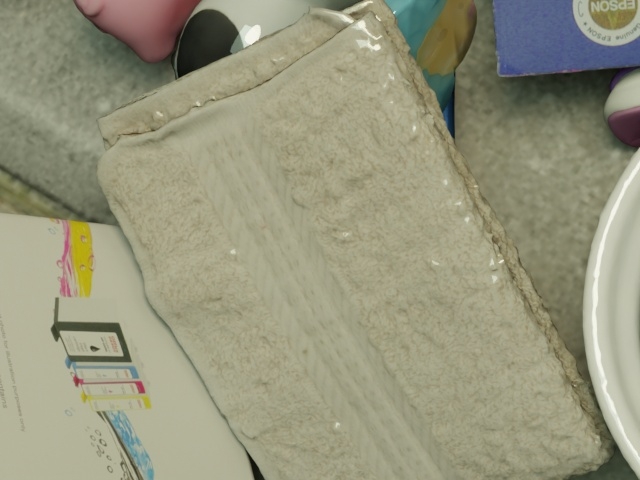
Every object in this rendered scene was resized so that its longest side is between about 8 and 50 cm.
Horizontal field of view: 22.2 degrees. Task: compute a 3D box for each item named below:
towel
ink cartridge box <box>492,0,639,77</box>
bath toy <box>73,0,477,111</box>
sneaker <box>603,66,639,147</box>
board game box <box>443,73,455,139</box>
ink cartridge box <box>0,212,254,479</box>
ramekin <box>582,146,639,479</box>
[{"bbox_3d":[0.013,0.027,0.840,0.187,0.049,0.282,-23,105,28],"label":"towel"},{"bbox_3d":[0.217,-0.254,0.792,0.324,0.071,0.330,-4,96,23],"label":"ink cartridge box"},{"bbox_3d":[-0.081,-0.172,0.925,0.348,0.129,0.151,32,74,25],"label":"bath toy"},{"bbox_3d":[0.268,-0.128,0.903,0.236,0.095,0.104,-11,70,10],"label":"sneaker"},{"bbox_3d":[0.000,0.000,0.950,0.160,0.047,0.210,-3,79,11],"label":"board game box"},{"bbox_3d":[-0.181,0.091,0.852,0.171,0.233,0.168,-24,73,30],"label":"ink cartridge box"},{"bbox_3d":[0.277,0.047,0.842,0.277,0.135,0.277,-2,79,10],"label":"ramekin"}]
